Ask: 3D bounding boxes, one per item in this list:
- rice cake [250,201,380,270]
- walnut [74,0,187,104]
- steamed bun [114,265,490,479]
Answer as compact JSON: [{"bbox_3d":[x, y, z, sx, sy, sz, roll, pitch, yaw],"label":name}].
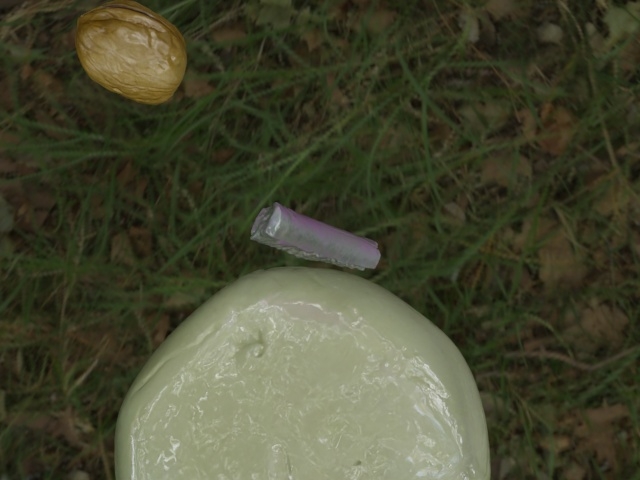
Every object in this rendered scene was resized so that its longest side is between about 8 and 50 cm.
[{"bbox_3d":[-0.001,0.000,1.336,0.049,0.270,0.055,1,79,32],"label":"rice cake"},{"bbox_3d":[-0.280,-0.280,1.560,0.180,0.144,0.144,33,109,-21],"label":"walnut"},{"bbox_3d":[0.000,0.191,0.974,0.312,0.233,0.334,-43,73,1],"label":"steamed bun"}]
